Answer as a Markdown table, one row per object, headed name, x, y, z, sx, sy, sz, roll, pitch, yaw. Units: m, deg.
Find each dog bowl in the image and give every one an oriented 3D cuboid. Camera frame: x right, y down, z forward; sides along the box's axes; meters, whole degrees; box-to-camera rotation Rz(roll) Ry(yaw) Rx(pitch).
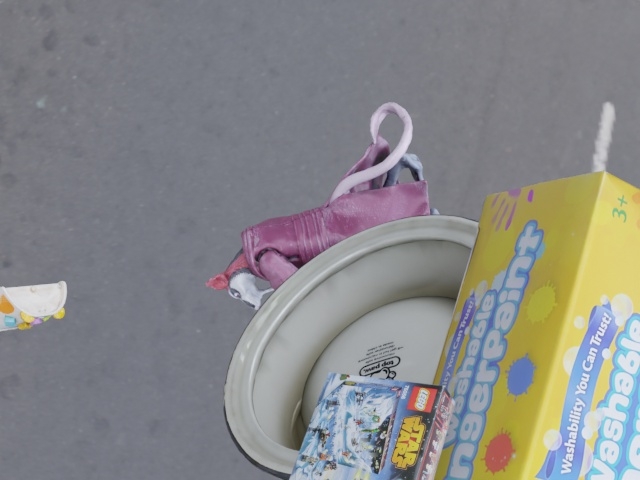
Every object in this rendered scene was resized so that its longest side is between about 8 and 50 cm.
| name | x | y | z | sx | sy | sz | roll | pitch | yaw |
| --- | --- | --- | --- | --- | --- | --- | --- | --- | --- |
| dog bowl | 0.090 | 0.159 | 1.169 | 0.408 | 0.408 | 0.150 | -54 | 128 | -29 |

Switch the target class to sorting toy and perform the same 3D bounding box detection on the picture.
| name | x | y | z | sx | sy | sz | roll | pitch | yaw |
| --- | --- | --- | --- | --- | --- | --- | --- | --- | --- |
| sorting toy | -0.328 | 0.080 | 1.043 | 0.083 | 0.075 | 0.045 | -4 | 68 | -55 |

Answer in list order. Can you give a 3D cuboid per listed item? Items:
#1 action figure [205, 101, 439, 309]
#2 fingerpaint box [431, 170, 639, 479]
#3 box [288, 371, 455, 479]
| name | x | y | z | sx | sy | sz | roll | pitch | yaw |
| --- | --- | --- | --- | --- | --- | --- | --- | --- | --- |
| action figure | 0.000 | 0.000 | 1.420 | 0.370 | 0.248 | 0.275 | -17 | 125 | -2 |
| fingerpaint box | 0.254 | 0.225 | 0.731 | 0.371 | 0.163 | 0.445 | 24 | 77 | -20 |
| box | 0.028 | 0.158 | 0.641 | 0.027 | 0.094 | 0.137 | 54 | 48 | -44 |
